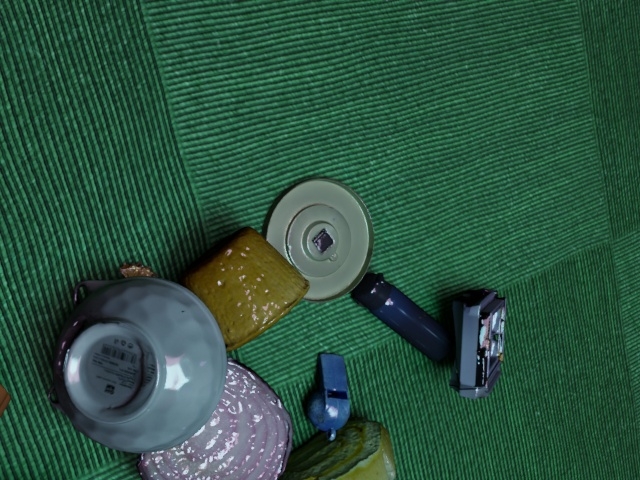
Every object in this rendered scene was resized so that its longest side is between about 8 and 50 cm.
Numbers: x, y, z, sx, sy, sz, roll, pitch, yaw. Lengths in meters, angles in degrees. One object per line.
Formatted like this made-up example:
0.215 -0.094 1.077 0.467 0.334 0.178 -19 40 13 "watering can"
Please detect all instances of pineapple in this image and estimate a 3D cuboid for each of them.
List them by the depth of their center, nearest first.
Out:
-0.295 0.064 1.115 0.045 0.019 0.083 -44 114 -12 "pineapple"

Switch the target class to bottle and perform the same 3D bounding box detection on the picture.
0.165 0.153 1.344 0.244 0.082 0.072 40 31 -26 "bottle"

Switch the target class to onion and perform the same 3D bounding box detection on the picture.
-0.178 0.339 1.149 0.247 0.111 0.250 45 74 -25 "onion"

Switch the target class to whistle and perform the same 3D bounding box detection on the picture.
0.014 0.304 1.279 0.090 0.090 0.158 17 47 -29 "whistle"

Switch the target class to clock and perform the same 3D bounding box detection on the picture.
0.000 0.000 1.262 0.235 0.029 0.235 -3 96 -29 "clock"
0.325 0.204 1.382 0.253 0.083 0.186 -6 99 -67 "clock"

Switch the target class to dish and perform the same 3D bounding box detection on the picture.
-0.290 0.187 0.995 0.303 0.120 0.303 -1 86 8 "dish"

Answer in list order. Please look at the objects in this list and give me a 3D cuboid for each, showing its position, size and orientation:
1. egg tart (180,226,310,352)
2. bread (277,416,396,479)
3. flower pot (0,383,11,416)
-0.138 0.076 1.110 0.202 0.202 0.147 -40 102 -20 "egg tart"
0.039 0.431 1.237 0.257 0.186 0.124 -28 103 -32 "bread"
-0.535 0.238 0.916 0.190 0.191 0.173 52 61 -22 "flower pot"
